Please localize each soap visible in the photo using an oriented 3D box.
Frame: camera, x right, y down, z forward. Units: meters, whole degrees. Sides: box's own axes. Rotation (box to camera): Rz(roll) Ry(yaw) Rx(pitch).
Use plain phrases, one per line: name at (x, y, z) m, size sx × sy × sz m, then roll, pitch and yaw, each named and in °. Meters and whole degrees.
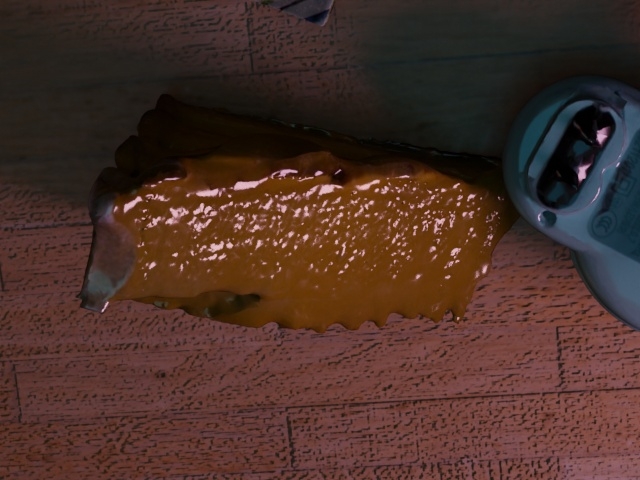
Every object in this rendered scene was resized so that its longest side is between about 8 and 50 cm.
soap at (0.000, 0.000, 1.469) m, size 0.339 × 0.304 × 0.169 m, roll 11°, pitch 110°, yaw 1°

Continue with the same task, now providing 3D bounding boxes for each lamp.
lamp at (0.285, -0.032, 1.514) m, size 0.284 × 0.147 × 0.209 m, roll 26°, pitch 97°, yaw -17°

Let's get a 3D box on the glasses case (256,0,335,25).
glasses case at (-0.107, -0.270, 1.525) m, size 0.272 × 0.062 × 0.095 m, roll 20°, pitch 106°, yaw -1°
